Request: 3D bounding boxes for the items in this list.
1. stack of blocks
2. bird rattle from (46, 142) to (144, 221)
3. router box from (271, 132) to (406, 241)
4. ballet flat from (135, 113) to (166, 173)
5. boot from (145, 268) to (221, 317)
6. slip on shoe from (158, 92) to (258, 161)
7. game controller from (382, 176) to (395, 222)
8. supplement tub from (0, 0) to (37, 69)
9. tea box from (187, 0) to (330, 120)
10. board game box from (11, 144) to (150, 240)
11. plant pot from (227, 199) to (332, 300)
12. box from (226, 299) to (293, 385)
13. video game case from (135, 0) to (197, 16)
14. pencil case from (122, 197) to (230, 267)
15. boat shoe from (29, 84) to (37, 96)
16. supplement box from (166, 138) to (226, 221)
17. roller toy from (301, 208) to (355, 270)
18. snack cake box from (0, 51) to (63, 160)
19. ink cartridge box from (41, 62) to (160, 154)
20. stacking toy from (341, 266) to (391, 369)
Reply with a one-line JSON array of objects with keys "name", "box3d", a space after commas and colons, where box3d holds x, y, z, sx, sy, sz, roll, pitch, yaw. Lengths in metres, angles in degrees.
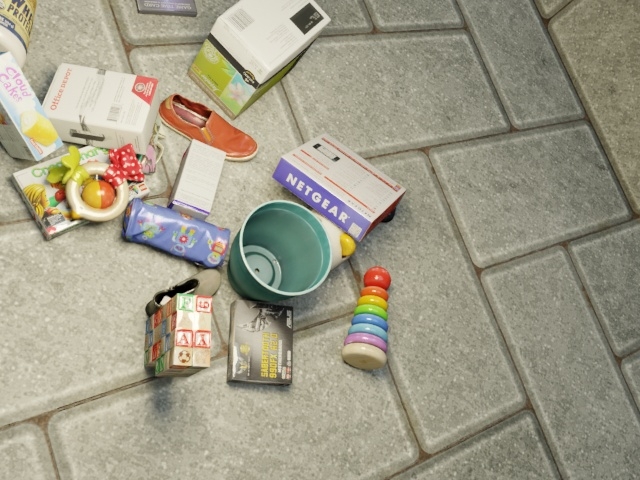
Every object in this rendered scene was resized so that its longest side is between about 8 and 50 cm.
[{"name": "stack of blocks", "box3d": [-0.365, 0.255, 1.629, 0.087, 0.297, 0.171, 9, 68, -27]}, {"name": "bird rattle", "box3d": [-0.594, -0.150, 1.736, 0.253, 0.143, 0.207, -2, 83, -42]}, {"name": "router box", "box3d": [0.064, -0.177, 1.997, 0.335, 0.082, 0.301, 37, 35, 10]}, {"name": "ballet flat", "box3d": [-0.499, -0.297, 1.916, 0.079, 0.077, 0.221, 20, 66, -40]}, {"name": "boot", "box3d": [-0.353, 0.136, 1.762, 0.246, 0.161, 0.083, -30, 87, -33]}, {"name": "slip on shoe", "box3d": [-0.339, -0.346, 1.995, 0.331, 0.101, 0.123, 27, 59, -18]}, {"name": "game controller", "box3d": [0.120, -0.164, 2.198, 0.319, 0.067, 0.166, 12, 80, -23]}, {"name": "supplement tub", "box3d": [-0.890, -0.617, 1.729, 0.228, 0.228, 0.316, 9, 63, -24]}, {"name": "tea box", "box3d": [-0.197, -0.607, 2.036, 0.220, 0.323, 0.329, 45, 57, -6]}, {"name": "board game box", "box3d": [-0.653, -0.149, 1.781, 0.305, 0.053, 0.193, -30, 86, -33]}, {"name": "plant pot", "box3d": [-0.144, 0.058, 1.847, 0.272, 0.255, 0.271, 11, 66, -24]}, {"name": "box", "box3d": [-0.171, 0.295, 1.859, 0.183, 0.056, 0.231, 11, 66, -24]}, {"name": "video game case", "box3d": [-0.530, -0.868, 2.143, 0.196, 0.026, 0.274, -7, 75, -30]}, {"name": "pencil case", "box3d": [-0.405, -0.016, 1.823, 0.306, 0.119, 0.133, 21, 101, -20]}, {"name": "boat shoe", "box3d": [-0.864, -0.359, 1.737, 0.081, 0.079, 0.227, 43, 54, -2]}, {"name": "supplement box", "box3d": [-0.368, -0.167, 1.903, 0.114, 0.111, 0.220, 20, 63, -20]}, {"name": "roller toy", "box3d": [0.000, 0.000, 1.978, 0.146, 0.209, 0.191, -33, 83, -35]}, {"name": "snack cake box", "box3d": [-0.793, -0.340, 1.653, 0.089, 0.152, 0.264, -45, 131, -33]}, {"name": "ink cartridge box", "box3d": [-0.605, -0.367, 1.802, 0.273, 0.114, 0.197, 10, 60, -5]}, {"name": "stacking toy", "box3d": [0.162, 0.226, 2.021, 0.141, 0.141, 0.330, 25, 58, -17]}]
